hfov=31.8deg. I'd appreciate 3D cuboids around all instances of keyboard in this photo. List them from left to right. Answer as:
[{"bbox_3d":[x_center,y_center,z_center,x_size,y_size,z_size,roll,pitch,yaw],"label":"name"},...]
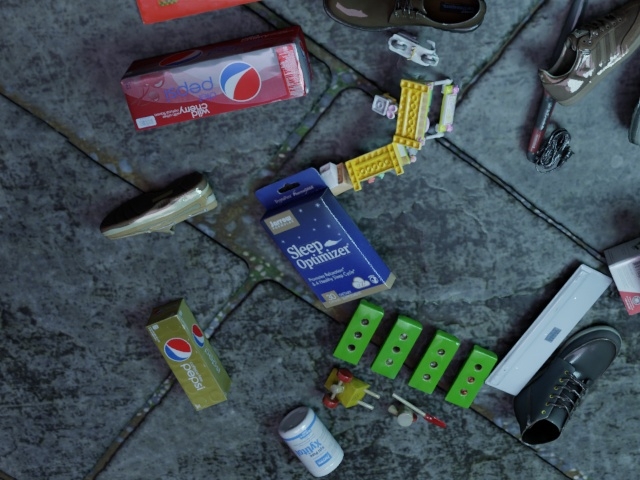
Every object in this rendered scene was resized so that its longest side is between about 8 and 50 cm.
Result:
[{"bbox_3d":[0.365,0.147,1.804,0.072,0.014,0.256,21,115,-34],"label":"keyboard"}]

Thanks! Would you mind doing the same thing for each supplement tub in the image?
[{"bbox_3d":[-0.017,0.343,1.924,0.071,0.071,0.107,-30,110,18],"label":"supplement tub"}]

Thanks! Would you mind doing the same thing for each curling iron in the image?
[{"bbox_3d":[0.349,-0.228,1.624,0.068,0.035,0.274,-2,114,-18],"label":"curling iron"}]

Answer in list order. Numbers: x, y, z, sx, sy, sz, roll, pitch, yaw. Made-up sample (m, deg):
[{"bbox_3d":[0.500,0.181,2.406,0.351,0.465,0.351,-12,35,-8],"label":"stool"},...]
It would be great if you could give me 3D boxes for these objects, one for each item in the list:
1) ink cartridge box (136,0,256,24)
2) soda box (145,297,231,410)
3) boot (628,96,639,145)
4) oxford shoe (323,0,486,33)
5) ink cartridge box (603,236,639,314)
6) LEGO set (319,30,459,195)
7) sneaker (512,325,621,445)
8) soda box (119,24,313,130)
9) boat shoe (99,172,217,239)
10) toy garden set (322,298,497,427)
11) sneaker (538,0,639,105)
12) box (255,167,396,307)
[{"bbox_3d":[-0.159,-0.430,1.547,0.275,0.060,0.239,-10,115,10],"label":"ink cartridge box"},{"bbox_3d":[-0.216,0.190,1.869,0.061,0.058,0.181,-21,114,15],"label":"soda box"},{"bbox_3d":[0.545,-0.205,1.552,0.161,0.083,0.246,37,117,21],"label":"boot"},{"bbox_3d":[0.116,-0.332,1.545,0.227,0.096,0.083,1,94,3],"label":"oxford shoe"},{"bbox_3d":[0.520,0.042,1.732,0.135,0.056,0.099,-22,114,15],"label":"ink cartridge box"},{"bbox_3d":[0.116,-0.161,1.660,0.132,0.107,0.287,42,123,22],"label":"LEGO set"},{"bbox_3d":[0.404,0.240,1.809,0.083,0.118,0.222,36,114,-13],"label":"sneaker"},{"bbox_3d":[-0.147,-0.235,1.626,0.263,0.092,0.083,-10,115,10],"label":"soda box"},{"bbox_3d":[-0.250,-0.035,1.756,0.190,0.068,0.072,-20,125,14],"label":"boat shoe"},{"bbox_3d":[0.135,0.218,1.862,0.244,0.049,0.204,23,115,-8],"label":"toy garden set"},{"bbox_3d":[0.382,-0.273,1.555,0.071,0.066,0.188,38,97,-28],"label":"sneaker"},{"bbox_3d":[0.000,0.000,1.740,0.136,0.036,0.225,-20,115,40],"label":"box"}]
